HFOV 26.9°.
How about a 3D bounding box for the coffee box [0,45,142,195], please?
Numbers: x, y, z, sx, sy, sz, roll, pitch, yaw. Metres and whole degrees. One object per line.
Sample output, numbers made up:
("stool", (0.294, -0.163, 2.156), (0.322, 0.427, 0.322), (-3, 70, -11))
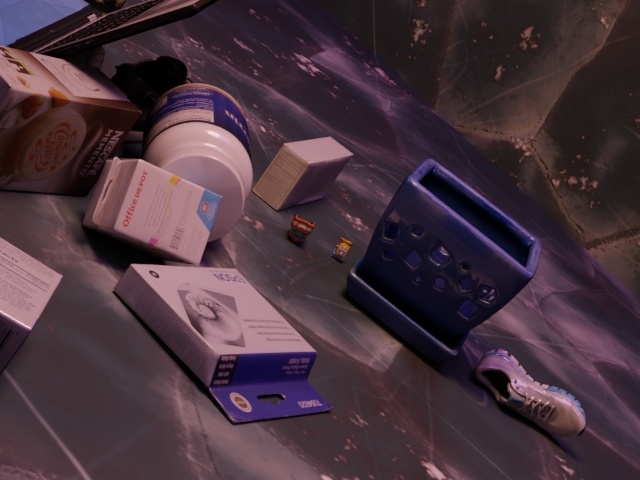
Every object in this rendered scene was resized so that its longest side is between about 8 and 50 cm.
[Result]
("coffee box", (-0.346, -0.141, 1.592), (0.098, 0.141, 0.246), (43, 18, 22))

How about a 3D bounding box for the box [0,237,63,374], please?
("box", (-0.324, 0.050, 1.246), (0.126, 0.072, 0.137), (33, 18, -9))

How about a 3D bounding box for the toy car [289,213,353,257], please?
("toy car", (0.000, 0.000, 2.074), (0.122, 0.040, 0.060), (28, -2, -21))

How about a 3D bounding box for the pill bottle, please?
("pill bottle", (-0.170, -0.106, 1.828), (0.153, 0.153, 0.264), (31, 19, -18))

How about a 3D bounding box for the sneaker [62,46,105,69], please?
("sneaker", (-0.370, -0.230, 1.848), (0.115, 0.105, 0.281), (24, 17, -17))

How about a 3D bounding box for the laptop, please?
("laptop", (-0.339, -0.381, 1.788), (0.382, 0.408, 0.236), (-64, 137, -69))

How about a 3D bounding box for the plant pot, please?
("plant pot", (0.180, 0.037, 2.041), (0.236, 0.212, 0.236), (37, 17, 4))

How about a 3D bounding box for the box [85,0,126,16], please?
("box", (-0.376, -0.383, 2.100), (0.045, 0.184, 0.191), (41, 18, 17))

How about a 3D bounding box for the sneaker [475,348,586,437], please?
("sneaker", (0.311, 0.242, 2.027), (0.191, 0.071, 0.083), (33, 22, 15))

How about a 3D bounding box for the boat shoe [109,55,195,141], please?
("boat shoe", (-0.251, -0.231, 2.065), (0.127, 0.113, 0.340), (40, 17, 13))

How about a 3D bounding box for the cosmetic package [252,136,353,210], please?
("cosmetic package", (-0.027, -0.115, 2.231), (0.060, 0.099, 0.239), (40, 16, 10))

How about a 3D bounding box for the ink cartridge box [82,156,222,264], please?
("ink cartridge box", (-0.211, -0.039, 1.620), (0.143, 0.092, 0.090), (25, -11, -34))

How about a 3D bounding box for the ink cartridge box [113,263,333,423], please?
("ink cartridge box", (-0.100, 0.114, 1.566), (0.224, 0.045, 0.223), (45, 18, 23))
